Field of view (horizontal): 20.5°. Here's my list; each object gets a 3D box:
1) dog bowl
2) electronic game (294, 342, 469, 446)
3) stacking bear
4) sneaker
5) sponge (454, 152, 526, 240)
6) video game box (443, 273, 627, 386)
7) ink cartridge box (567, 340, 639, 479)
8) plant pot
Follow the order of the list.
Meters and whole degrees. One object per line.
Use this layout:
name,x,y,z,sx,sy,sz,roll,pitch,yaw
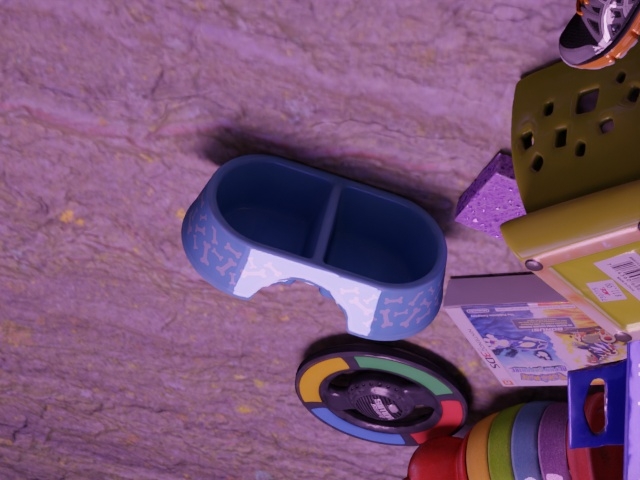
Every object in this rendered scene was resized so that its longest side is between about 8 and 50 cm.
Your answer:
dog bowl,0.000,0.000,1.913,0.297,0.166,0.074,18,138,-2
electronic game,0.079,0.202,2.292,0.229,0.048,0.229,10,145,7
stacking bear,0.242,0.291,2.241,0.289,0.175,0.164,-14,100,32
sneaker,0.256,-0.227,1.499,0.083,0.084,0.215,25,139,-11
sponge,0.257,-0.018,1.879,0.210,0.031,0.117,22,149,-11
video game box,0.271,0.106,2.059,0.205,0.048,0.187,-4,146,31
ink cartridge box,0.467,0.185,1.888,0.395,0.151,0.270,5,114,21
plant pot,0.312,-0.042,1.644,0.228,0.207,0.227,38,144,-30
